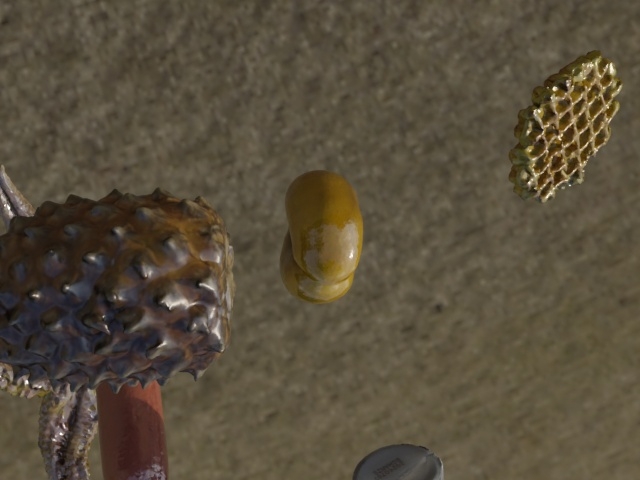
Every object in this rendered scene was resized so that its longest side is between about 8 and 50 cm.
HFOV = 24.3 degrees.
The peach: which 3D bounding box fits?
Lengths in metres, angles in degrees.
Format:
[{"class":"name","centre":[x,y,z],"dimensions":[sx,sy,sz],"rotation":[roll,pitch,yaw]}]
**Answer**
[{"class":"peach","centre":[0.000,0.000,1.946],"dimensions":[0.103,0.179,0.179],"rotation":[-1,150,-8]}]

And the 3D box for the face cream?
[{"class":"face cream","centre":[0.069,0.317,1.386],"dimensions":[0.107,0.073,0.269],"rotation":[-22,128,-28]}]

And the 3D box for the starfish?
[{"class":"starfish","centre":[-0.319,0.139,1.839],"dimensions":[0.384,0.132,0.398],"rotation":[35,93,-27]}]

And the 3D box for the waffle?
[{"class":"waffle","centre":[0.275,-0.126,1.668],"dimensions":[0.191,0.038,0.191],"rotation":[-31,135,-36]}]

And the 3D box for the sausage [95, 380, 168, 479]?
[{"class":"sausage","centre":[-0.178,0.171,1.398],"dimensions":[0.062,0.154,0.062],"rotation":[-8,149,-5]}]

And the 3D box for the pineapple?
[{"class":"pineapple","centre":[-0.251,0.043,1.204],"dimensions":[0.361,0.175,0.175],"rotation":[-1,152,2]}]
